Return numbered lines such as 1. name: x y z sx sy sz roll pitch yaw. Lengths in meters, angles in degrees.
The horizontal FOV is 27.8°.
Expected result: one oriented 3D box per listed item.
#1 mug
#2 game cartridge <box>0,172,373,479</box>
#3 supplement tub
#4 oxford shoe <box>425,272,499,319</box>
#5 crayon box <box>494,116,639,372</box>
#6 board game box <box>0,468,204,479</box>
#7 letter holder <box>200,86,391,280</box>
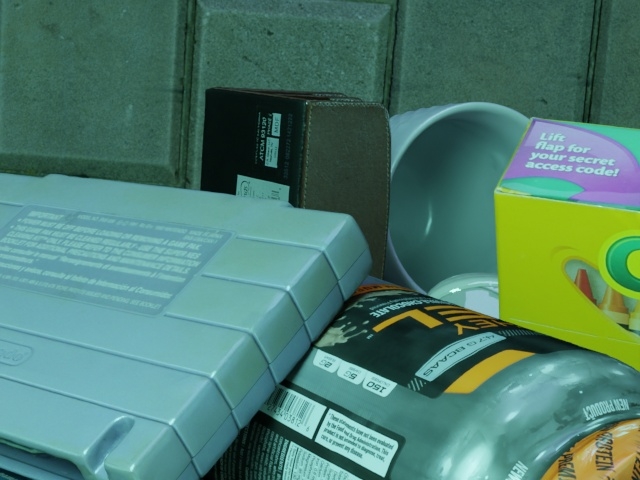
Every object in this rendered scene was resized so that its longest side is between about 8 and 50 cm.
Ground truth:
1. mug: 0.096 -0.053 1.758 0.374 0.276 0.328 13 -4 -22
2. game cartridge: -0.162 0.049 0.845 0.355 0.068 0.230 8 40 39
3. supplement tub: 0.077 0.144 0.774 0.207 0.207 0.338 -2 11 -34
4. oxford shoe: 0.308 0.130 1.212 0.449 0.169 0.130 7 33 -3
5. crayon box: 0.304 0.093 0.845 0.363 0.313 0.106 8 40 22
6. board game box: -0.275 0.182 0.778 0.254 0.079 0.336 11 11 42
7. letter holder: 0.000 0.000 1.344 0.214 0.301 0.152 -4 12 -44
